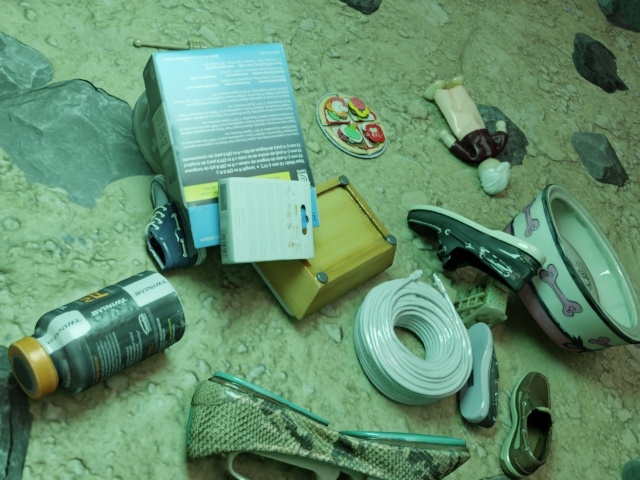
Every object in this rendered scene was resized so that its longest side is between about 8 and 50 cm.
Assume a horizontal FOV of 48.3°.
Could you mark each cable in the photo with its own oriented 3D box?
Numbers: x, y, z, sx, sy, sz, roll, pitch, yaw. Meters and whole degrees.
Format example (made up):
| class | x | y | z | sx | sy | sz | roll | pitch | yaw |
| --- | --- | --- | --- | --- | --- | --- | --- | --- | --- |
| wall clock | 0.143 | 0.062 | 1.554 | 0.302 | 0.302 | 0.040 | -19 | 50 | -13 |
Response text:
| class | x | y | z | sx | sy | sz | roll | pitch | yaw |
| --- | --- | --- | --- | --- | --- | --- | --- | --- | --- |
| cable | 0.181 | 0.198 | 1.416 | 0.257 | 0.089 | 0.257 | -13 | 68 | -38 |

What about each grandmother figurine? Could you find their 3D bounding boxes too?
| class | x | y | z | sx | sy | sz | roll | pitch | yaw |
| --- | --- | --- | --- | --- | --- | --- | --- | --- | --- |
| grandmother figurine | 0.413 | -0.278 | 1.913 | 0.208 | 0.104 | 0.342 | -18 | 70 | -11 |

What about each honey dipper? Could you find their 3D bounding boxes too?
| class | x | y | z | sx | sy | sz | roll | pitch | yaw |
| --- | --- | --- | --- | --- | --- | --- | --- | --- | --- |
| honey dipper | -0.332 | -0.428 | 1.573 | 0.161 | 0.030 | 0.030 | -4 | 61 | -31 |

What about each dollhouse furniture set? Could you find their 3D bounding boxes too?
| class | x | y | z | sx | sy | sz | roll | pitch | yaw |
| --- | --- | --- | --- | --- | --- | --- | --- | --- | --- |
| dollhouse furniture set | 0.338 | 0.085 | 1.590 | 0.161 | 0.101 | 0.182 | 33 | 46 | -10 |

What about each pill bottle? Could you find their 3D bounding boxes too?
| class | x | y | z | sx | sy | sz | roll | pitch | yaw |
| --- | --- | --- | --- | --- | --- | --- | --- | --- | --- |
| pill bottle | -0.337 | 0.145 | 1.081 | 0.246 | 0.130 | 0.130 | -26 | 75 | -43 |

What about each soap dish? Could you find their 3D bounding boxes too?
| class | x | y | z | sx | sy | sz | roll | pitch | yaw |
| --- | --- | --- | --- | --- | --- | --- | --- | --- | --- |
| soap dish | 0.000 | 0.000 | 1.417 | 0.291 | 0.118 | 0.229 | -27 | 75 | -42 |

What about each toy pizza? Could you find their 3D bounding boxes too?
| class | x | y | z | sx | sy | sz | roll | pitch | yaw |
| --- | --- | --- | --- | --- | --- | --- | --- | --- | --- |
| toy pizza | 0.082 | -0.287 | 1.739 | 0.201 | 0.032 | 0.201 | 17 | 51 | -23 |

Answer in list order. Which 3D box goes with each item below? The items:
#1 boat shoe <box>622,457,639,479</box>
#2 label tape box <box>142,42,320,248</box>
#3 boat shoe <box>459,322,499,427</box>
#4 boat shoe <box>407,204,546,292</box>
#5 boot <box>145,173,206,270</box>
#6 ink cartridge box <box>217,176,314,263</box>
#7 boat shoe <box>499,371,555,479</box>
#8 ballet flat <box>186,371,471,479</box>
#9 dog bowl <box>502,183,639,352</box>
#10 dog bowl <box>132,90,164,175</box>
| class | x | y | z | sx | sy | sz | roll | pitch | yaw |
| --- | --- | --- | --- | --- | --- | --- | --- | --- | --- |
| boat shoe | 0.754 | 0.603 | 1.485 | 0.103 | 0.118 | 0.320 | -3 | 54 | -30 |
| label tape box | -0.160 | -0.169 | 1.299 | 0.249 | 0.115 | 0.347 | -11 | 88 | -26 |
| boat shoe | 0.337 | 0.279 | 1.473 | 0.076 | 0.080 | 0.228 | 39 | 40 | -28 |
| boat shoe | 0.311 | 0.022 | 1.550 | 0.340 | 0.127 | 0.113 | 25 | 79 | 33 |
| boot | -0.281 | -0.036 | 1.290 | 0.086 | 0.069 | 0.190 | -13 | 68 | -45 |
| ink cartridge box | -0.093 | -0.035 | 1.240 | 0.179 | 0.045 | 0.145 | -1 | 87 | -45 |
| boat shoe | 0.445 | 0.368 | 1.461 | 0.095 | 0.095 | 0.257 | 34 | 46 | -8 |
| ballet flat | 0.011 | 0.360 | 1.164 | 0.483 | 0.164 | 0.182 | 19 | 72 | -14 |
| dog bowl | 0.578 | 0.078 | 1.660 | 0.408 | 0.150 | 0.408 | 35 | 37 | -32 |
| dog bowl | -0.202 | -0.236 | 1.467 | 0.349 | 0.102 | 0.348 | 17 | 50 | -22 |
